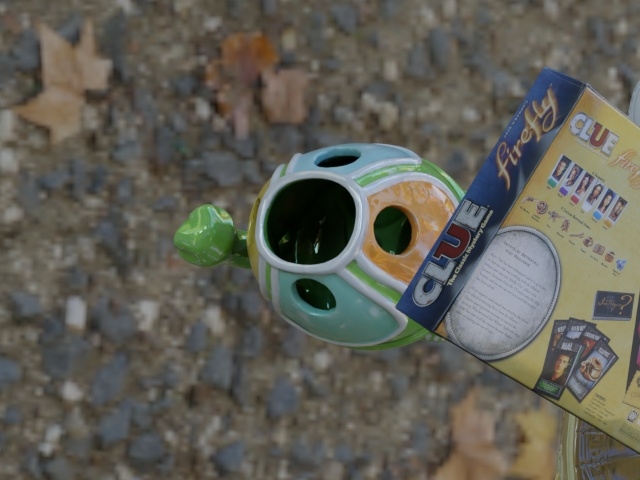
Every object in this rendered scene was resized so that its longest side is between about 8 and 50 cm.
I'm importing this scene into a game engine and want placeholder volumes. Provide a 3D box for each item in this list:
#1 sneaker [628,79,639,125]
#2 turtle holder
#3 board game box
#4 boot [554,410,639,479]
[{"bbox_3d":[0.374,-0.071,1.335,0.269,0.153,0.101,8,95,-19],"label":"sneaker"},{"bbox_3d":[0.014,-0.014,2.058,0.243,0.320,0.227,-60,150,5],"label":"turtle holder"},{"bbox_3d":[0.176,0.025,1.081,0.243,0.042,0.165,32,90,-38],"label":"board game box"},{"bbox_3d":[0.214,0.231,1.603,0.095,0.203,0.262,3,80,-25],"label":"boot"}]
